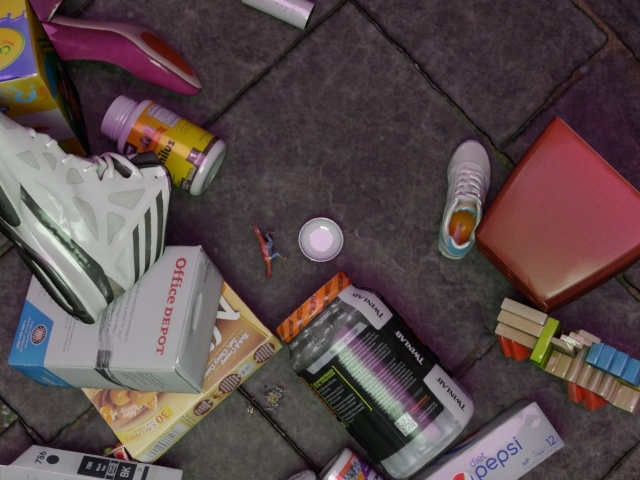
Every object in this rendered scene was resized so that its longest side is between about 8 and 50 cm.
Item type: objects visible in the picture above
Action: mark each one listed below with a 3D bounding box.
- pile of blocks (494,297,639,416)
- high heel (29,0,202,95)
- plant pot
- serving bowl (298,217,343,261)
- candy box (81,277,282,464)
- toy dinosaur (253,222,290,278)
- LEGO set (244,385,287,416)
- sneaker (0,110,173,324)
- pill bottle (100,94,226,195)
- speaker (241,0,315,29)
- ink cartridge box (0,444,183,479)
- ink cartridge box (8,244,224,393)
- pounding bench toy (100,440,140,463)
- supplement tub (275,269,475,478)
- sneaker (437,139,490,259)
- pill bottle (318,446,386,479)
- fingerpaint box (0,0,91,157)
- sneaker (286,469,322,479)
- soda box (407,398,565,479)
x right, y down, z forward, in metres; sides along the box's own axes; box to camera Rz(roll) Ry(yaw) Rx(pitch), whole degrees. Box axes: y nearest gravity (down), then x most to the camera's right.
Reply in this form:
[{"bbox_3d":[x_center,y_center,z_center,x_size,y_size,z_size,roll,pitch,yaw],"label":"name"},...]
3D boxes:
[{"bbox_3d":[0.469,0.233,1.666,0.362,0.149,0.113,26,83,0],"label":"pile of blocks"},{"bbox_3d":[-0.414,-0.337,1.735,0.377,0.127,0.181,33,111,-3],"label":"high heel"},{"bbox_3d":[0.421,-0.015,1.633,0.236,0.267,0.267,-44,75,2],"label":"plant pot"},{"bbox_3d":[0.000,0.000,1.730,0.083,0.027,0.083,1,82,-4],"label":"serving bowl"},{"bbox_3d":[-0.248,0.220,1.633,0.316,0.087,0.183,-41,66,-8],"label":"candy box"},{"bbox_3d":[-0.104,0.026,1.704,0.090,0.047,0.082,29,51,-28],"label":"toy dinosaur"},{"bbox_3d":[-0.098,0.294,1.693,0.083,0.023,0.054,-9,81,9],"label":"LEGO set"},{"bbox_3d":[-0.400,-0.113,1.433,0.257,0.169,0.448,-43,120,-25],"label":"sneaker"},{"bbox_3d":[-0.290,-0.180,1.693,0.215,0.117,0.117,29,82,1],"label":"pill bottle"},{"bbox_3d":[-0.080,-0.457,1.772,0.136,0.055,0.055,24,82,0],"label":"speaker"},{"bbox_3d":[-0.410,0.445,1.590,0.332,0.065,0.165,10,122,-4],"label":"ink cartridge box"},{"bbox_3d":[-0.342,0.133,1.571,0.307,0.129,0.223,0,62,16],"label":"ink cartridge box"},{"bbox_3d":[-0.370,0.401,1.645,0.083,0.052,0.065,-28,85,-6],"label":"pounding bench toy"},{"bbox_3d":[0.091,0.229,1.616,0.207,0.207,0.338,-41,87,-7],"label":"supplement tub"},{"bbox_3d":[0.276,-0.081,1.725,0.087,0.092,0.229,9,81,0],"label":"sneaker"},{"bbox_3d":[0.084,0.469,1.633,0.193,0.108,0.108,40,82,2],"label":"pill bottle"},{"bbox_3d":[-0.653,-0.220,1.544,0.444,0.371,0.163,-13,74,-4],"label":"fingerpaint box"},{"bbox_3d":[-0.040,0.555,1.601,0.180,0.124,0.321,29,107,-7],"label":"sneaker"},{"bbox_3d":[0.290,0.405,1.662,0.286,0.091,0.098,-34,87,-7],"label":"soda box"}]
